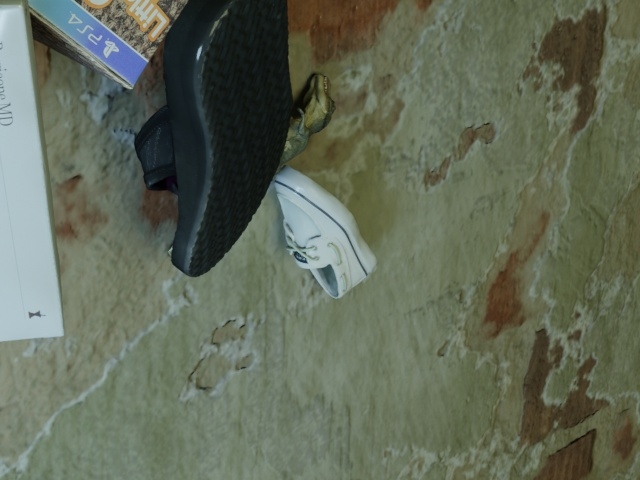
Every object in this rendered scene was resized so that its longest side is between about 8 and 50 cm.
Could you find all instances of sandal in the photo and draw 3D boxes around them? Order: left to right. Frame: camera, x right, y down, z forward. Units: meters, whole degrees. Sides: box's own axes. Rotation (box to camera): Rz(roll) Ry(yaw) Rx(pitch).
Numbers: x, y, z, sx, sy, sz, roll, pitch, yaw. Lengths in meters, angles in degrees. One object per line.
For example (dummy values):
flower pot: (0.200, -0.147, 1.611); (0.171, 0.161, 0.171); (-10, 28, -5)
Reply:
sandal: (-0.107, -0.124, 1.475); (0.167, 0.107, 0.446); (-47, 162, -28)

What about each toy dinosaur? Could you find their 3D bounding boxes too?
toy dinosaur: (-0.077, -0.099, 1.659); (0.268, 0.064, 0.118); (-44, 144, -15)

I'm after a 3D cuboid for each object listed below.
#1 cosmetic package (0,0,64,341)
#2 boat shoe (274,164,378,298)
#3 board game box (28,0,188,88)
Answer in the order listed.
cosmetic package: (-0.352, -0.057, 1.183); (0.284, 0.097, 0.377); (-3, 140, -7)
boat shoe: (0.000, 0.000, 1.776); (0.076, 0.083, 0.226); (-54, 141, -10)
board game box: (-0.187, -0.310, 1.281); (0.291, 0.232, 0.141); (-57, 140, -4)
